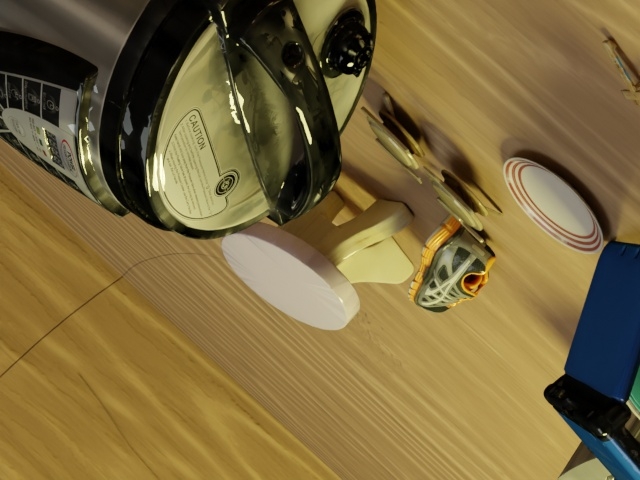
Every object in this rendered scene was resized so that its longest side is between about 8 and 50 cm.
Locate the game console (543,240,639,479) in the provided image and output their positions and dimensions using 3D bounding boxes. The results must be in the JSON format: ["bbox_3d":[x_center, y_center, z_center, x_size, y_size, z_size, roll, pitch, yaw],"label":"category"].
[{"bbox_3d":[0.341,0.151,1.920,0.250,0.173,0.293,49,180,-3],"label":"game console"}]

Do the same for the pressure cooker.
[{"bbox_3d":[-0.144,-0.211,2.001,0.420,0.376,0.370,35,-161,29],"label":"pressure cooker"}]

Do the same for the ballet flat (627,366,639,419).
[{"bbox_3d":[0.437,0.210,2.140,0.248,0.086,0.086,40,163,12],"label":"ballet flat"}]

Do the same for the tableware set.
[{"bbox_3d":[0.131,-0.089,2.204,0.194,0.039,0.128,45,176,18],"label":"tableware set"}]

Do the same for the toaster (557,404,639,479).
[{"bbox_3d":[0.397,0.280,2.273,0.185,0.110,0.168,45,147,-5],"label":"toaster"}]

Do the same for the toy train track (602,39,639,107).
[{"bbox_3d":[0.286,-0.151,1.733,0.083,0.014,0.048,56,168,-17],"label":"toy train track"}]

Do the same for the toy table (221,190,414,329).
[{"bbox_3d":[0.000,0.000,2.509,0.274,0.161,0.252,23,152,50],"label":"toy table"}]

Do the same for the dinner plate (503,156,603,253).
[{"bbox_3d":[0.257,-0.041,2.054,0.141,0.017,0.141,39,162,15],"label":"dinner plate"}]

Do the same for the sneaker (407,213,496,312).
[{"bbox_3d":[0.168,0.046,2.366,0.083,0.084,0.215,35,161,13],"label":"sneaker"}]
